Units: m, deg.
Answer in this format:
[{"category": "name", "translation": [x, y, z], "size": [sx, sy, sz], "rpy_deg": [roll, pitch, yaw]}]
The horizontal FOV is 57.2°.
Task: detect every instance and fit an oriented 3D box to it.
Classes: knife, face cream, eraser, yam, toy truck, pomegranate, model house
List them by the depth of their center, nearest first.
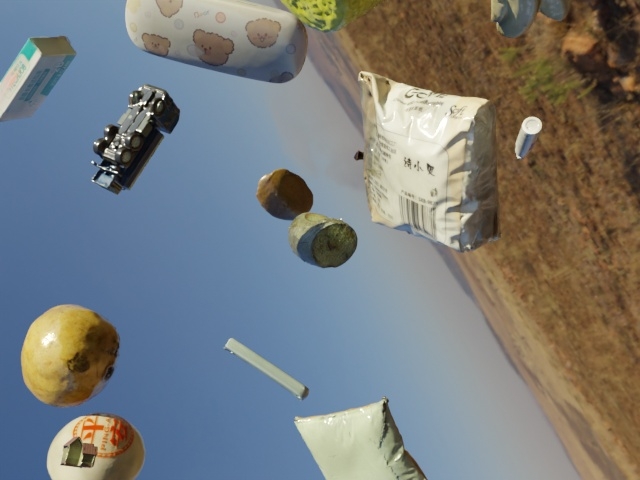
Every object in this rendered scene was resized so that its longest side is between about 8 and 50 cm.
[{"category": "knife", "translation": [-0.090, 0.216, 0.985], "size": [0.162, 0.023, 0.044], "rpy_deg": [34, 160, 0]}, {"category": "toy truck", "translation": [-0.329, -0.176, 1.050], "size": [0.074, 0.201, 0.088], "rpy_deg": [22, 165, 27]}, {"category": "face cream", "translation": [0.379, -0.184, 1.082], "size": [0.034, 0.034, 0.130], "rpy_deg": [62, -179, 18]}, {"category": "model house", "translation": [-0.490, 0.430, 1.194], "size": [0.057, 0.083, 0.058], "rpy_deg": [20, -119, -26]}, {"category": "eraser", "translation": [-0.623, -0.347, 1.266], "size": [0.052, 0.225, 0.095], "rpy_deg": [55, -148, -1]}, {"category": "pomegranate", "translation": [-0.643, 0.298, 1.514], "size": [0.260, 0.260, 0.260], "rpy_deg": [57, -171, -14]}, {"category": "yam", "translation": [0.000, 0.000, 1.639], "size": [0.154, 0.154, 0.254], "rpy_deg": [56, 171, -19]}]

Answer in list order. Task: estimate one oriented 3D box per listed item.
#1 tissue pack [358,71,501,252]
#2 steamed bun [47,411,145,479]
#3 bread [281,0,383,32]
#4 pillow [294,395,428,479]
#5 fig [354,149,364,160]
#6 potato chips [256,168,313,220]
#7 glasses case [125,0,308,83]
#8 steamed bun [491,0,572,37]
[{"category": "tissue pack", "translation": [0.224, -0.168, 1.327], "size": [0.376, 0.195, 0.390], "rpy_deg": [27, 135, 43]}, {"category": "steamed bun", "translation": [-0.550, 0.517, 1.461], "size": [0.232, 0.145, 0.232], "rpy_deg": [17, -163, -5]}, {"category": "bread", "translation": [0.043, -0.688, 1.404], "size": [0.348, 0.307, 0.348], "rpy_deg": [34, 158, 16]}, {"category": "pillow", "translation": [0.111, 0.569, 1.542], "size": [0.312, 0.310, 0.119], "rpy_deg": [63, -151, -7]}, {"category": "fig", "translation": [0.259, -0.217, 1.607], "size": [0.290, 0.190, 0.190], "rpy_deg": [18, -149, -30]}, {"category": "potato chips", "translation": [-0.103, -0.131, 1.784], "size": [0.201, 0.150, 0.049], "rpy_deg": [51, 180, -36]}, {"category": "glasses case", "translation": [-0.092, -0.185, 0.525], "size": [0.041, 0.164, 0.063], "rpy_deg": [-75, 0, -58]}, {"category": "steamed bun", "translation": [0.328, -0.500, 0.728], "size": [0.247, 0.189, 0.427], "rpy_deg": [31, -109, -55]}]
